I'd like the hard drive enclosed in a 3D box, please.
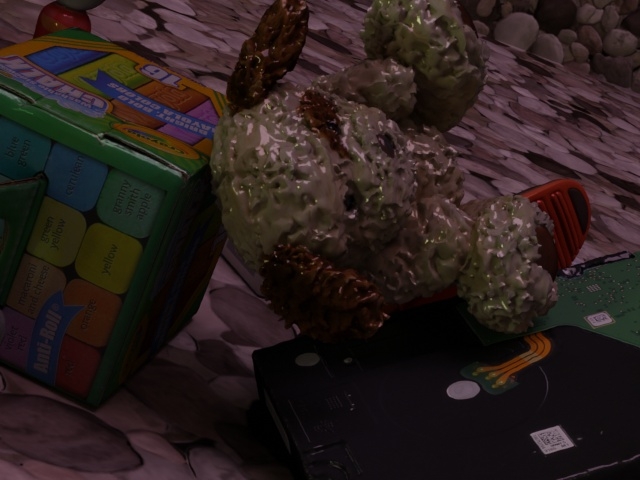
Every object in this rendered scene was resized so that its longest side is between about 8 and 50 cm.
[{"bbox_3d":[0.145,0.110,1.032,0.339,0.064,0.237,-15,29,-11],"label":"hard drive"}]

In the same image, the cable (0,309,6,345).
[{"bbox_3d":[-0.275,0.023,0.915,0.287,0.139,0.072,54,-7,51],"label":"cable"}]

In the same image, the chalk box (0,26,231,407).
[{"bbox_3d":[-0.174,-0.018,1.066,0.179,0.180,0.289,25,19,5],"label":"chalk box"}]

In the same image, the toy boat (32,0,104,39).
[{"bbox_3d":[-0.369,-0.260,1.554,0.318,0.148,0.267,12,21,-32],"label":"toy boat"}]

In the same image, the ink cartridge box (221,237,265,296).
[{"bbox_3d":[0.000,0.000,1.438,0.225,0.056,0.181,8,24,-36],"label":"ink cartridge box"}]

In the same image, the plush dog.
[{"bbox_3d":[0.011,-0.039,1.049,0.225,0.211,0.262,4,66,-56],"label":"plush dog"}]

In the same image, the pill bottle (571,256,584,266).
[{"bbox_3d":[0.221,0.112,1.231,0.153,0.153,0.264,13,20,-29],"label":"pill bottle"}]

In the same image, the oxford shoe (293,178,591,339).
[{"bbox_3d":[0.090,0.028,1.201,0.271,0.097,0.098,-32,30,-18],"label":"oxford shoe"}]
